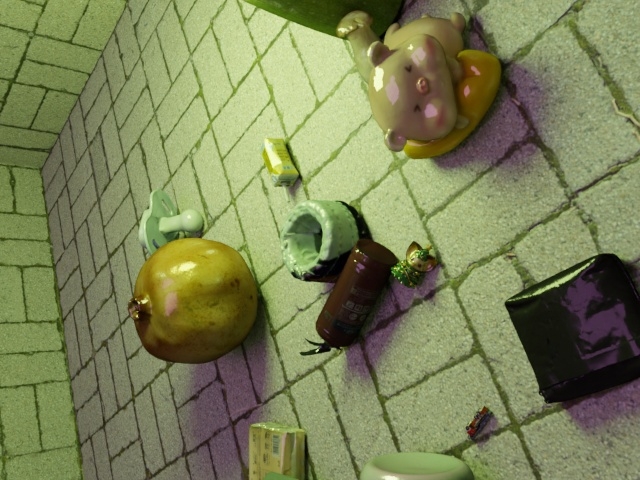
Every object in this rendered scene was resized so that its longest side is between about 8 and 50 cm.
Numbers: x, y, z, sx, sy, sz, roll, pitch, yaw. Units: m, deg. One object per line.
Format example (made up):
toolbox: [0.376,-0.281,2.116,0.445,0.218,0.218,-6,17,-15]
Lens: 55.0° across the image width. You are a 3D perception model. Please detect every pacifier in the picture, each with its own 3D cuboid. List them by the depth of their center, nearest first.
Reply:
pacifier: [-0.531,-0.050,2.241,0.233,0.244,0.299,-13,50,17]

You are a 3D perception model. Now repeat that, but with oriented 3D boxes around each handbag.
handbag: [0.473,0.165,1.129,0.247,0.080,0.223,-37,61,41]

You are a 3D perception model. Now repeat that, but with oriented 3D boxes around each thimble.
thimble: [0.000,0.000,1.631,0.237,0.150,0.237,-7,81,50]

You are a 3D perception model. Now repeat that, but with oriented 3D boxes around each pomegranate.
pomegranate: [-0.397,0.197,1.894,0.416,0.416,0.417,-6,83,48]

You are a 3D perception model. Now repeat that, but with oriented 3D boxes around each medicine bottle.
medicine bottle: [0.204,0.616,1.273,0.241,0.241,0.302,-8,80,48]

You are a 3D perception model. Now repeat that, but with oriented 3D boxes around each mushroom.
mushroom: [0.123,-0.460,1.509,0.088,0.212,0.097,-42,32,-18]

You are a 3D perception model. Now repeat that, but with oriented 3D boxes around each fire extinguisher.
fire extinguisher: [0.064,0.163,1.556,0.337,0.135,0.114,-65,30,23]

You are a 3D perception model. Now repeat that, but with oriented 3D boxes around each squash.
squash: [-0.004,-0.657,1.519,0.263,0.384,0.263,-10,78,50]

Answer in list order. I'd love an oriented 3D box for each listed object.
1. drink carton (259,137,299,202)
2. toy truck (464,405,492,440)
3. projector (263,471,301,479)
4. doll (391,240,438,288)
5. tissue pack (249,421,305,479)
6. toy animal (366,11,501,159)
drink carton: [-0.117,-0.212,1.834,0.074,0.084,0.200,-54,50,44]
toy truck: [0.334,0.390,1.310,0.032,0.024,0.083,35,113,13]
projector: [-0.090,0.758,1.625,0.108,0.198,0.250,-70,-4,-75]
doll: [0.225,0.057,1.452,0.078,0.076,0.113,42,90,14]
tissue pack: [-0.126,0.644,1.763,0.186,0.090,0.222,-9,82,45]
toy animal: [0.224,-0.361,1.331,0.277,0.246,0.345,-11,78,46]
